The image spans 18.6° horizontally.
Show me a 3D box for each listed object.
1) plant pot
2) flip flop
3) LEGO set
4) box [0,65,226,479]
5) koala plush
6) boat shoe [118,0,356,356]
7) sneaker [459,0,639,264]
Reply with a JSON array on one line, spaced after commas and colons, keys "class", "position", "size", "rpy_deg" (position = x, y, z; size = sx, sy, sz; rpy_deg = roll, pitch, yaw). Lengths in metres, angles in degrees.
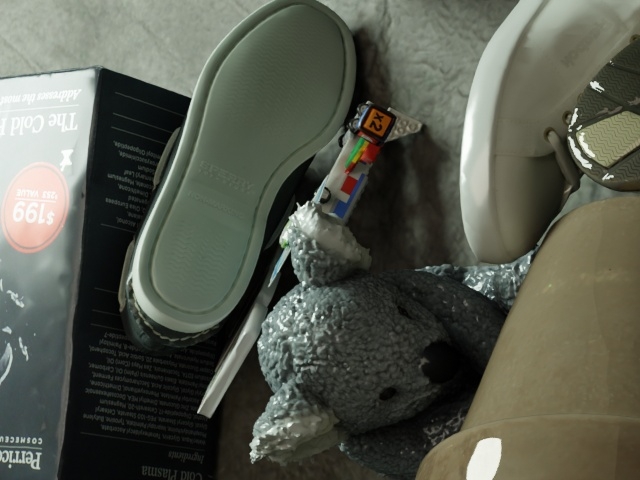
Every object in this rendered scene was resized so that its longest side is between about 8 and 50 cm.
[{"class": "plant pot", "position": [0.191, 0.104, 1.173], "size": [0.263, 0.263, 0.229], "rpy_deg": [-11, 56, 35]}, {"class": "flip flop", "position": [0.282, -0.105, 1.201], "size": [0.277, 0.080, 0.112], "rpy_deg": [-32, 49, -9]}, {"class": "LEGO set", "position": [0.000, 0.000, 1.381], "size": [0.060, 0.182, 0.244], "rpy_deg": [28, 112, -4]}, {"class": "box", "position": [-0.252, 0.044, 1.541], "size": [0.343, 0.179, 0.312], "rpy_deg": [-3, 79, 37]}, {"class": "koala plush", "position": [0.038, 0.081, 1.287], "size": [0.203, 0.221, 0.196], "rpy_deg": [8, 85, 38]}, {"class": "boat shoe", "position": [-0.068, -0.051, 1.434], "size": [0.302, 0.114, 0.091], "rpy_deg": [-60, 6, -31]}, {"class": "sneaker", "position": [0.181, -0.110, 1.255], "size": [0.123, 0.106, 0.290], "rpy_deg": [9, 62, 31]}]
